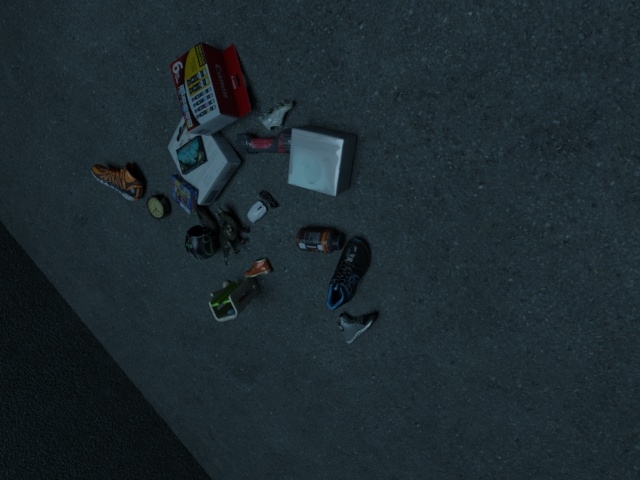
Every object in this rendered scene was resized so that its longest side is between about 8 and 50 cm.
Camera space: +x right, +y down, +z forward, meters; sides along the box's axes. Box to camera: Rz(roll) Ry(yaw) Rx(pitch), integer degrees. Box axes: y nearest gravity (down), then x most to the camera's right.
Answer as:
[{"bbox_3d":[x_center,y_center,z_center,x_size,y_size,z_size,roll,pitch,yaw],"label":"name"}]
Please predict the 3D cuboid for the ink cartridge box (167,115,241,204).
[{"bbox_3d":[-0.569,-0.411,1.915,0.308,0.091,0.384,-45,69,35],"label":"ink cartridge box"}]

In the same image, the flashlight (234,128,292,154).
[{"bbox_3d":[-0.225,-0.420,1.693,0.304,0.103,0.103,8,87,27],"label":"flashlight"}]

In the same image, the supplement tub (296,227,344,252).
[{"bbox_3d":[0.000,0.000,1.737,0.198,0.106,0.105,5,112,27],"label":"supplement tub"}]

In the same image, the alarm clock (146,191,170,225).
[{"bbox_3d":[-0.882,-0.165,2.175,0.130,0.064,0.191,23,117,19],"label":"alarm clock"}]

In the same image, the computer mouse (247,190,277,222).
[{"bbox_3d":[-0.288,-0.143,1.874,0.106,0.042,0.193,48,124,2],"label":"computer mouse"}]

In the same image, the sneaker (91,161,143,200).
[{"bbox_3d":[-1.096,-0.370,2.189,0.321,0.124,0.180,31,118,2],"label":"sneaker"}]

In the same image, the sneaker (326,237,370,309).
[{"bbox_3d":[0.115,0.153,1.717,0.125,0.140,0.340,24,118,22],"label":"sneaker"}]

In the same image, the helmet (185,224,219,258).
[{"bbox_3d":[-0.600,0.018,2.027,0.170,0.169,0.161,15,124,23],"label":"helmet"}]

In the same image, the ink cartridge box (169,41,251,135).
[{"bbox_3d":[-0.461,-0.640,1.674,0.272,0.130,0.309,-17,88,31],"label":"ink cartridge box"}]

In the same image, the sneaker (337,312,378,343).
[{"bbox_3d":[0.151,0.370,1.821,0.132,0.086,0.228,45,125,8],"label":"sneaker"}]

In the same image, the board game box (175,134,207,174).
[{"bbox_3d":[-0.606,-0.397,1.872,0.186,0.026,0.126,-18,86,39],"label":"board game box"}]

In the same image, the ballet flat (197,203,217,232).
[{"bbox_3d":[-0.603,-0.142,2.044,0.249,0.058,0.084,50,137,-2],"label":"ballet flat"}]

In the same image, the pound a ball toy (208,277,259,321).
[{"bbox_3d":[-0.443,0.295,2.002,0.208,0.319,0.135,-18,101,18],"label":"pound a ball toy"}]

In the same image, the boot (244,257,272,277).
[{"bbox_3d":[-0.321,0.137,2.002,0.158,0.059,0.084,-16,98,24],"label":"boot"}]

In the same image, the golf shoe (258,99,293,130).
[{"bbox_3d":[-0.168,-0.517,1.655,0.176,0.069,0.086,-16,122,35],"label":"golf shoe"}]

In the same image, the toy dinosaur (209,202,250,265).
[{"bbox_3d":[-0.448,-0.028,1.984,0.160,0.121,0.313,27,126,31],"label":"toy dinosaur"}]

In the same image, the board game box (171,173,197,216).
[{"bbox_3d":[-0.670,-0.223,1.961,0.201,0.035,0.136,37,130,34],"label":"board game box"}]

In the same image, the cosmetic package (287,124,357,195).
[{"bbox_3d":[0.005,-0.322,1.583,0.224,0.138,0.224,19,119,21],"label":"cosmetic package"}]
